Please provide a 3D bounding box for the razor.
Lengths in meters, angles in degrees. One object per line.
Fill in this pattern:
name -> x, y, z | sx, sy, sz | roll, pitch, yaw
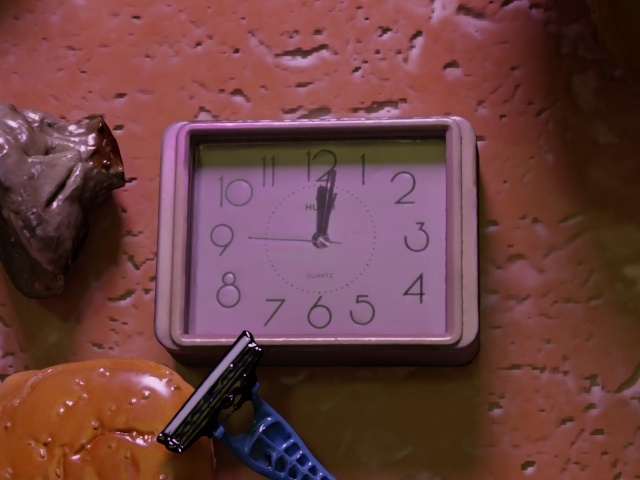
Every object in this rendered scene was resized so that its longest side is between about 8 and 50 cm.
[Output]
razor -> 0.029, 0.160, 0.911 | 0.253, 0.042, 0.082 | 38, 74, -2

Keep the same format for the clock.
clock -> 0.000, 0.000, 0.961 | 0.192, 0.071, 0.147 | 0, 77, 6

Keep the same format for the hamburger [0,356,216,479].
hamburger -> -0.129, 0.139, 0.937 | 0.147, 0.083, 0.138 | -5, 77, 9

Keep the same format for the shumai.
shumai -> -0.162, -0.031, 0.981 | 0.087, 0.099, 0.124 | -16, 99, -19

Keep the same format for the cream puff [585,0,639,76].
cream puff -> 0.242, -0.229, 0.850 | 0.378, 0.275, 0.378 | 5, 108, 17
